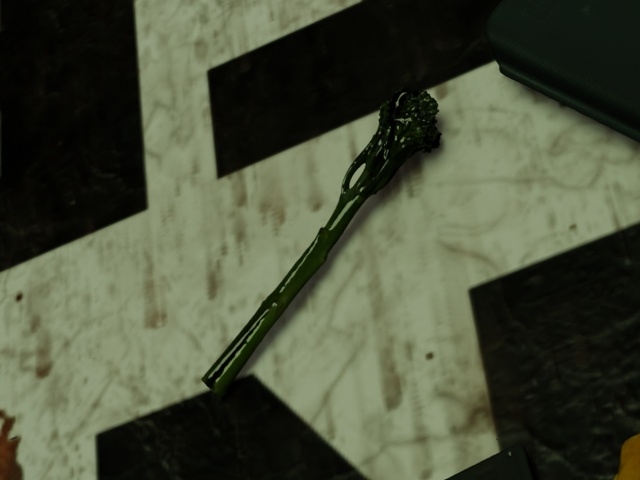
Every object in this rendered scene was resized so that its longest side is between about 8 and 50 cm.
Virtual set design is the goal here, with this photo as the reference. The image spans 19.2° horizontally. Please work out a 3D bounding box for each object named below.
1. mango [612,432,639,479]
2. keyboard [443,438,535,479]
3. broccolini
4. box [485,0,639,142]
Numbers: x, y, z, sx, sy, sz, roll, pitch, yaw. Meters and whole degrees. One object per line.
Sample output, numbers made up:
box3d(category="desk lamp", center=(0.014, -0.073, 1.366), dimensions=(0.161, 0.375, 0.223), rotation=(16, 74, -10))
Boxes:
box3d(category="mango", center=(0.165, 0.196, 0.803), dimensions=(0.154, 0.126, 0.252), rotation=(-1, 65, 8))
box3d(category="keyboard", center=(0.036, 0.167, 0.962), dimensions=(0.381, 0.041, 0.103), rotation=(-33, 34, 16))
box3d(category="broccolini", center=(-0.001, -0.001, 1.115), dimensions=(0.042, 0.044, 0.218), rotation=(36, 86, 27))
box3d(category="box", center=(0.213, -0.121, 1.048), dimensions=(0.160, 0.050, 0.230), rotation=(-50, 47, -7))
